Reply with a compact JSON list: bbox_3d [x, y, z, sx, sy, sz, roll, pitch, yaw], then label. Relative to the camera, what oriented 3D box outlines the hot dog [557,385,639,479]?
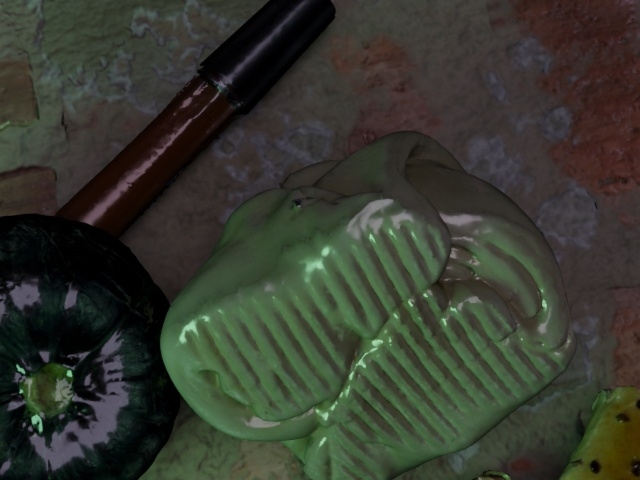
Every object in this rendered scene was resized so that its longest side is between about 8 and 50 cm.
[{"bbox_3d":[0.339,0.375,1.135,0.367,0.196,0.365,37,61,9],"label":"hot dog"}]

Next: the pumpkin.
[{"bbox_3d":[-0.289,0.127,1.183,0.315,0.238,0.315,-1,93,-15],"label":"pumpkin"}]

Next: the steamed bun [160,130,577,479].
[{"bbox_3d":[0.051,0.052,1.195,0.367,0.255,0.342,-29,123,17],"label":"steamed bun"}]

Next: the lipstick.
[{"bbox_3d":[-0.144,-0.129,1.318,0.077,0.077,0.418,42,81,5],"label":"lipstick"}]

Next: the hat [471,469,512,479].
[{"bbox_3d":[0.179,0.291,1.265,0.077,0.059,0.076,-28,66,-14],"label":"hat"}]
